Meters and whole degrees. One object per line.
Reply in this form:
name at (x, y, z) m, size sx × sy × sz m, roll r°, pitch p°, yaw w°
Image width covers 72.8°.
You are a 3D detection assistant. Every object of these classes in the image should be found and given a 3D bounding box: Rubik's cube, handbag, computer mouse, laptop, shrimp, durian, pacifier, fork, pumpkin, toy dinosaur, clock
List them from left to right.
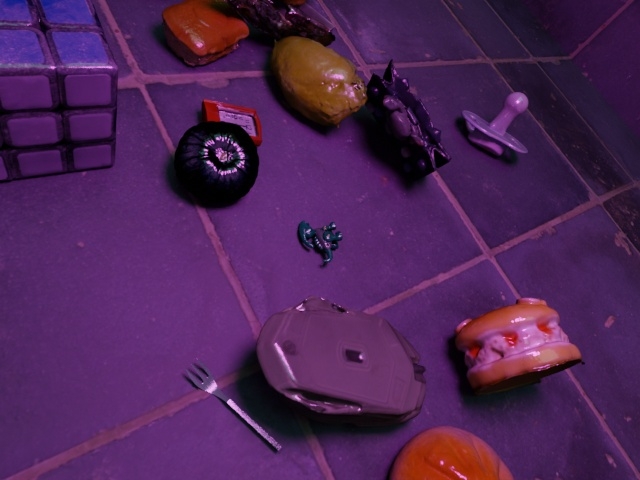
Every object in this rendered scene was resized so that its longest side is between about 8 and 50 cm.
Rubik's cube at (-0.588, -0.322, 0.832) m, size 0.305 × 0.303 × 0.301 m, roll -15°, pitch 70°, yaw -31°
pumpkin at (-0.242, -0.184, 1.025) m, size 0.202 × 0.140 × 0.202 m, roll 3°, pitch 82°, yaw -24°
clock at (-0.235, -0.303, 1.153) m, size 0.155 × 0.061 × 0.113 m, roll 1°, pitch 61°, yaw -30°
fork at (-0.167, 0.322, 0.835) m, size 0.235 × 0.021 × 0.039 m, roll 44°, pitch 56°, yaw 1°
shrimp at (-0.123, -0.651, 1.267) m, size 0.272 × 0.085 × 0.445 m, roll 24°, pitch 12°, yaw 28°
laptop at (-0.095, -0.819, 1.559) m, size 0.269 × 0.015 × 0.187 m, roll 39°, pitch 52°, yaw -1°
durian at (-0.016, -0.481, 1.296) m, size 0.340 × 0.204 × 0.256 m, roll 27°, pitch 32°, yaw -1°
toy dinosaur at (0.000, 0.000, 1.096) m, size 0.096 × 0.059 × 0.132 m, roll -11°, pitch 59°, yaw -23°
computer mouse at (0.041, 0.264, 0.902) m, size 0.429 × 0.145 × 0.228 m, roll 19°, pitch 46°, yaw -30°
handbag at (0.241, -0.336, 1.262) m, size 0.118 × 0.269 × 0.325 m, roll -33°, pitch 90°, yaw 0°
pacifier at (0.664, -0.438, 1.589) m, size 0.287 × 0.225 × 0.238 m, roll 28°, pitch 34°, yaw -11°

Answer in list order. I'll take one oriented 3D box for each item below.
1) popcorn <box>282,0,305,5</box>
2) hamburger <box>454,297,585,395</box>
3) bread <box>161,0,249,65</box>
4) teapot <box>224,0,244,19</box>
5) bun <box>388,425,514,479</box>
popcorn at (-0.106, -0.914, 1.456) m, size 0.297 × 0.280 × 0.316 m, roll -29°, pitch 43°, yaw -34°
hamburger at (0.477, 0.254, 1.063) m, size 0.303 × 0.261 × 0.186 m, roll 16°, pitch 49°, yaw -39°
bread at (-0.331, -0.602, 1.244) m, size 0.174 × 0.121 × 0.245 m, roll 42°, pitch 48°, yaw 3°
teapot at (-0.291, -0.811, 1.367) m, size 0.175 × 0.186 × 0.267 m, roll -16°, pitch 93°, yaw -63°
bun at (0.286, 0.522, 0.853) m, size 0.299 × 0.165 × 0.298 m, roll 11°, pitch 59°, yaw -19°
